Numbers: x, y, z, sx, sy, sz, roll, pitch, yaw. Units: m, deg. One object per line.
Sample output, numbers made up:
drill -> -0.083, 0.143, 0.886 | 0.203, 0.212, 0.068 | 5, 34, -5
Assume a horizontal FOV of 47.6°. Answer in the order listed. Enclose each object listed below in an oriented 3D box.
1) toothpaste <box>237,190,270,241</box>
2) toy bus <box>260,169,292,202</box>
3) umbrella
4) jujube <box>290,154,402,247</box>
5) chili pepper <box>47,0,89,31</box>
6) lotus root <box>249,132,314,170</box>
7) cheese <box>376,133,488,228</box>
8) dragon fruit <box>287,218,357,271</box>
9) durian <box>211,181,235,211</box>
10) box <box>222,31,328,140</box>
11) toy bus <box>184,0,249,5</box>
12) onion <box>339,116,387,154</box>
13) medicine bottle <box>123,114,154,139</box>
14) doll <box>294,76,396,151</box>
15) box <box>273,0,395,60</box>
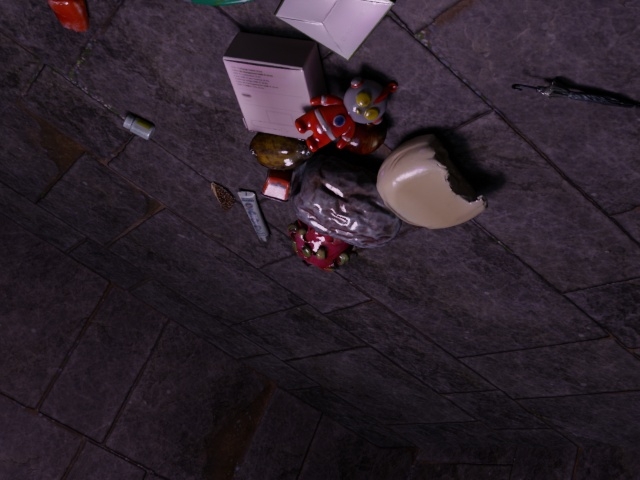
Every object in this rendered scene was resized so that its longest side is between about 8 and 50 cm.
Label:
toothpaste -> -0.210, -0.079, 2.353 | 0.062, 0.039, 0.239 | 7, 146, 20
toy bus -> -0.113, -0.175, 1.999 | 0.079, 0.174, 0.077 | 14, 121, -5
umbrella -> 0.521, -0.296, 1.463 | 0.269, 0.044, 0.044 | 10, 124, 6
jujube -> 0.076, -0.100, 1.938 | 0.317, 0.226, 0.226 | 20, 152, -5
chili pepper -> -0.619, -0.589, 1.759 | 0.086, 0.084, 0.192 | -9, 154, -9
lotus root -> -0.100, -0.247, 1.915 | 0.210, 0.120, 0.120 | 7, 147, 34
cheese -> 0.278, -0.138, 1.793 | 0.233, 0.127, 0.266 | -19, 135, 38
dragon fruit -> 0.002, -0.009, 2.181 | 0.219, 0.198, 0.273 | 3, -177, -22
durian -> -0.310, -0.141, 2.339 | 0.066, 0.052, 0.130 | 51, 170, 42
box -> -0.096, -0.359, 1.728 | 0.203, 0.106, 0.251 | 13, 151, 20
toy bus -> -0.190, -0.602, 1.311 | 0.200, 0.183, 0.343 | 12, 150, 15
onion -> 0.100, -0.261, 1.751 | 0.117, 0.118, 0.118 | 25, 151, 4
medicine bottle -> -0.538, -0.337, 2.153 | 0.083, 0.047, 0.047 | 28, 151, -7
doll -> 0.065, -0.295, 1.663 | 0.245, 0.076, 0.142 | -26, 122, 12
box -> 0.043, -0.483, 1.374 | 0.178, 0.148, 0.195 | 28, 151, -12
